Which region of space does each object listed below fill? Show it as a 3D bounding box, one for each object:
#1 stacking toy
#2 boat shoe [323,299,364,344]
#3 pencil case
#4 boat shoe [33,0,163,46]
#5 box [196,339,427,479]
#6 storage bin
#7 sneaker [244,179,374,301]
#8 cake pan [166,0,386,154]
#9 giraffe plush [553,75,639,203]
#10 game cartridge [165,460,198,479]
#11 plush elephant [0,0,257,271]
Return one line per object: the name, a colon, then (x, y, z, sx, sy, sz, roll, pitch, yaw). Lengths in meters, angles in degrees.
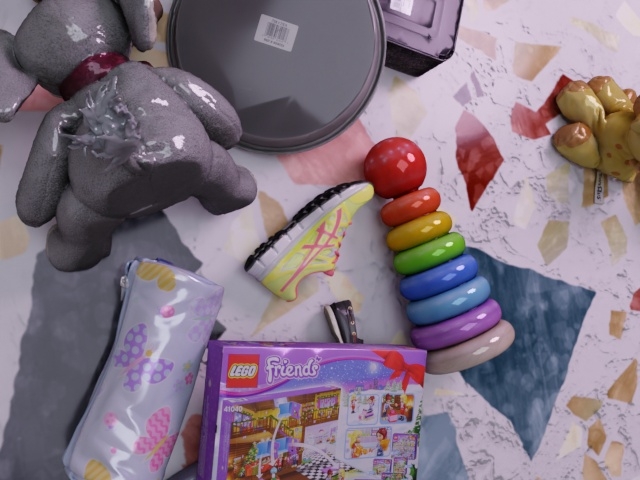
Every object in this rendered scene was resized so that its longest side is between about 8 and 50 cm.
stacking toy: (0.147, 0.012, 0.930, 0.141, 0.141, 0.331, -22, 90, -20)
boat shoe: (0.042, 0.148, 0.918, 0.042, 0.049, 0.133, -16, 87, -12)
pencil case: (-0.208, 0.157, 0.788, 0.124, 0.113, 0.273, 24, 79, -47)
boat shoe: (-0.319, -0.330, 0.796, 0.257, 0.095, 0.095, 37, 81, -15)
box: (-0.004, 0.231, 0.833, 0.293, 0.057, 0.201, 7, 87, -28)
storage bin: (0.104, -0.327, 0.955, 0.180, 0.084, 0.122, 15, 82, -20)
sneaker: (0.000, 0.000, 0.902, 0.208, 0.081, 0.094, -41, 101, -7)
cake pan: (-0.056, -0.258, 0.856, 0.293, 0.054, 0.294, 0, 97, -3)
giraffe plush: (0.491, -0.171, 1.040, 0.181, 0.170, 0.211, -12, 91, -21)
game cartridge: (-0.139, 0.386, 0.835, 0.297, 0.062, 0.198, -30, 92, -19)
plush elephant: (-0.241, -0.153, 0.734, 0.271, 0.330, 0.256, -24, 75, -10)
